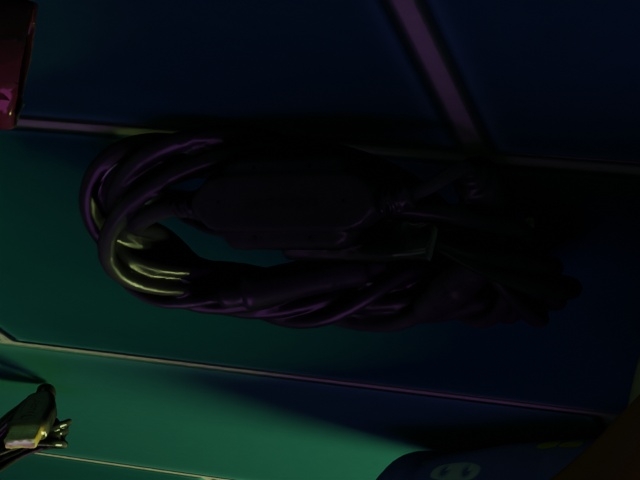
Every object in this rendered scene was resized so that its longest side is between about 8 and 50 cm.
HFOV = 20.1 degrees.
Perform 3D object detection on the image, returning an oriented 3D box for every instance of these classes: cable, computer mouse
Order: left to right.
[{"bbox_3d":[-0.221,0.175,1.011,0.060,0.184,0.262,51,-163,-4],"label":"computer mouse"},{"bbox_3d":[0.000,0.000,0.659,0.184,0.047,0.150,-3,163,32],"label":"cable"}]

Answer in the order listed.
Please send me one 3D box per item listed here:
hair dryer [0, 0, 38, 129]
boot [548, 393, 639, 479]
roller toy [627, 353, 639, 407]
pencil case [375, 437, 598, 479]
[{"bbox_3d":[-0.189,-0.089,0.425,0.223,0.080,0.293,-6,156,42],"label":"hair dryer"},{"bbox_3d":[0.107,0.068,0.520,0.283,0.220,0.109,17,-158,7],"label":"boot"},{"bbox_3d":[0.169,0.125,0.679,0.146,0.191,0.209,8,163,12],"label":"roller toy"},{"bbox_3d":[0.139,0.165,0.930,0.119,0.133,0.306,42,150,-23],"label":"pencil case"}]
